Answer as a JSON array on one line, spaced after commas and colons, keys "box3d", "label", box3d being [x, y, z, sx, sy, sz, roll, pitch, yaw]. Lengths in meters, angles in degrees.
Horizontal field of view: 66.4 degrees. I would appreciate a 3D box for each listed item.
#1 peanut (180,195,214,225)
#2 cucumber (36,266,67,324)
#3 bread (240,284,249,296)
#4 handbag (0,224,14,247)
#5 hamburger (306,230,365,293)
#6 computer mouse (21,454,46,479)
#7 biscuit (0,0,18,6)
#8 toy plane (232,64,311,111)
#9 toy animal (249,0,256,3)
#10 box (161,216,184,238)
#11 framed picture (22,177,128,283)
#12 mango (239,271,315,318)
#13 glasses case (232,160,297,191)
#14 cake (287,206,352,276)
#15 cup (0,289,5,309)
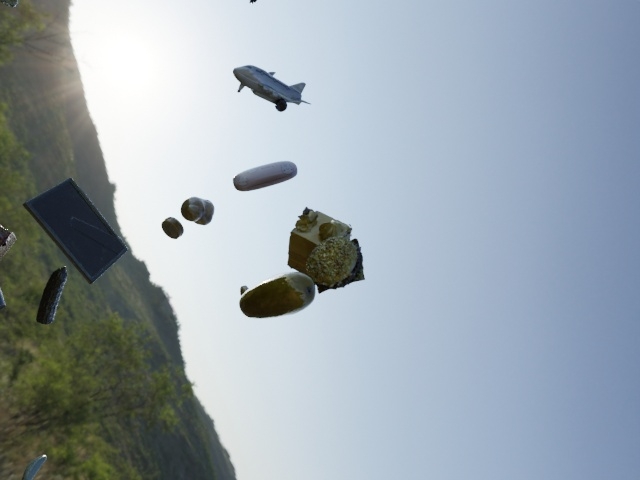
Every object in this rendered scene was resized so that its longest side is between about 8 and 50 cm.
[{"box3d": [-0.565, -0.137, 2.253, 0.137, 0.122, 0.253, 45, 4, 10], "label": "peanut"}, {"box3d": [-1.103, 0.221, 2.011, 0.072, 0.072, 0.300, 44, -63, 33], "label": "cucumber"}, {"box3d": [-0.304, 0.236, 2.065, 0.106, 0.053, 0.072, 38, -17, 47], "label": "bread"}, {"box3d": [-1.104, 0.021, 1.665, 0.062, 0.127, 0.190, 37, -22, -19], "label": "handbag"}, {"box3d": [0.055, 0.077, 1.928, 0.139, 0.243, 0.262, 56, 18, -45], "label": "hamburger"}, {"box3d": [-0.867, 0.689, 1.461, 0.032, 0.110, 0.056, 41, -58, -16], "label": "computer mouse"}, {"box3d": [-0.746, -0.570, 0.990, 0.250, 0.046, 0.147, 27, 11, -46], "label": "biscuit"}, {"box3d": [-0.158, -0.472, 1.518, 0.101, 0.255, 0.251, -63, -142, 27], "label": "toy plane"}, {"box3d": [-0.176, -0.839, 1.631, 0.220, 0.108, 0.062, -5, -73, 42], "label": "toy animal"}, {"box3d": [-0.670, -0.056, 2.215, 0.105, 0.037, 0.106, 17, -48, 20], "label": "box"}, {"box3d": [-0.732, -0.035, 1.490, 0.016, 0.213, 0.289, -25, -69, 22], "label": "framed picture"}, {"box3d": [-0.157, 0.193, 1.648, 0.331, 0.195, 0.142, -22, -91, 31], "label": "mango"}, {"box3d": [-0.247, -0.290, 2.194, 0.113, 0.296, 0.075, -125, -157, -48], "label": "glasses case"}, {"box3d": [0.000, 0.000, 2.190, 0.227, 0.222, 0.286, 24, -51, 22], "label": "cake"}, {"box3d": [-1.077, 0.192, 1.572, 0.078, 0.100, 0.077, -32, -98, 39], "label": "cup"}]
